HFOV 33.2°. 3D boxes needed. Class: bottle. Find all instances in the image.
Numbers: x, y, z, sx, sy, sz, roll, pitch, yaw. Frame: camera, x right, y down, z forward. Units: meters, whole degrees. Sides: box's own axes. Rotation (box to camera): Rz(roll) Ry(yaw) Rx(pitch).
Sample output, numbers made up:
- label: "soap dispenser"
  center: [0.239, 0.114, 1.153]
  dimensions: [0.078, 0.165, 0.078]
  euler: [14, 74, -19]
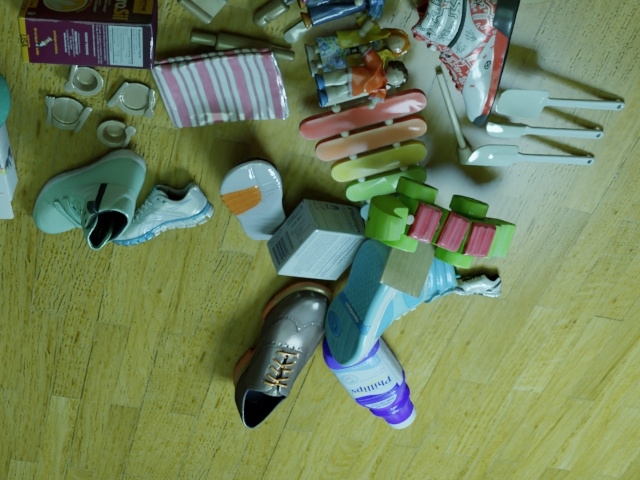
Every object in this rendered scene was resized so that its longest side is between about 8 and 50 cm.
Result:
- label: "bottle"
  center: [0.108, 0.277, 2.153]
  dimensions: [0.118, 0.092, 0.283]
  euler: [-21, 131, 15]

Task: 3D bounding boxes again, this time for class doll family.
- label: "doll family"
  center: [0.054, -0.328, 1.566]
  dimensions: [0.163, 0.118, 0.263]
  euler: [-14, 120, -5]

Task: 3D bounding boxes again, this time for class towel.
- label: "towel"
  center: [-0.156, -0.234, 1.673]
  dimensions: [0.197, 0.029, 0.144]
  euler: [-5, 143, 9]

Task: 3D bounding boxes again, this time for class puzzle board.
- label: "puzzle board"
  center: [0.152, 0.024, 1.802]
  dimensions: [0.096, 0.011, 0.128]
  euler: [24, 84, -37]

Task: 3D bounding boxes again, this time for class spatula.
- label: "spatula"
  center: [0.373, -0.179, 1.747]
  dimensions: [0.242, 0.019, 0.168]
  euler: [1, 134, -21]

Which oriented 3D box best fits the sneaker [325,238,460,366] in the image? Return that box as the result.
- label: "sneaker"
  center: [0.141, 0.109, 1.951]
  dimensions: [0.208, 0.127, 0.319]
  euler: [-10, 146, -29]

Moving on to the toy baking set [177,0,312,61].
- label: "toy baking set"
  center: [-0.079, -0.348, 1.590]
  dimensions: [0.256, 0.030, 0.196]
  euler: [13, 132, -15]

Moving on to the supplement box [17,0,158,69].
- label: "supplement box"
  center: [-0.334, -0.313, 1.561]
  dimensions: [0.188, 0.104, 0.080]
  euler: [2, 133, -5]

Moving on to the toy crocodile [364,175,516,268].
- label: "toy crocodile"
  center: [0.201, -0.021, 1.743]
  dimensions: [0.341, 0.105, 0.115]
  euler: [13, 101, -40]

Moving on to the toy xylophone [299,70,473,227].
- label: "toy xylophone"
  center: [0.118, -0.156, 1.749]
  dimensions: [0.236, 0.081, 0.322]
  euler: [-20, 132, 15]

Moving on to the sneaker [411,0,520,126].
- label: "sneaker"
  center: [0.210, -0.291, 1.628]
  dimensions: [0.145, 0.090, 0.270]
  euler: [15, 146, 8]

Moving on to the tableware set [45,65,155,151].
- label: "tableware set"
  center: [-0.352, -0.212, 1.715]
  dimensions: [0.169, 0.020, 0.141]
  euler: [19, 130, -19]

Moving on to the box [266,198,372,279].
- label: "box"
  center: [0.000, 0.000, 1.871]
  dimensions: [0.137, 0.072, 0.126]
  euler: [8, 137, -39]

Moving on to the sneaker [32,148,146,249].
- label: "sneaker"
  center: [-0.401, -0.041, 1.780]
  dimensions: [0.256, 0.151, 0.094]
  euler: [-27, 131, 32]

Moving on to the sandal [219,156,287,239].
- label: "sandal"
  center: [-0.113, -0.082, 1.820]
  dimensions: [0.102, 0.076, 0.265]
  euler: [-9, 155, 1]

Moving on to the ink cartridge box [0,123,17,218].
- label: "ink cartridge box"
  center: [-0.562, -0.122, 1.763]
  dimensions: [0.104, 0.061, 0.181]
  euler: [1, 133, -2]

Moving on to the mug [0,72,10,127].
- label: "mug"
  center: [-0.546, -0.227, 1.633]
  dimensions: [0.129, 0.097, 0.157]
  euler: [-31, 92, 23]

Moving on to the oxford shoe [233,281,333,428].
- label: "oxford shoe"
  center: [-0.067, 0.226, 2.069]
  dimensions: [0.130, 0.132, 0.363]
  euler: [15, 131, -15]

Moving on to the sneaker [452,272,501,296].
- label: "sneaker"
  center: [0.288, 0.078, 2.016]
  dimensions: [0.109, 0.040, 0.043]
  euler: [2, 117, -9]

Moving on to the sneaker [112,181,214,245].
- label: "sneaker"
  center: [-0.285, -0.054, 1.845]
  dimensions: [0.191, 0.071, 0.083]
  euler: [-19, 126, 4]
